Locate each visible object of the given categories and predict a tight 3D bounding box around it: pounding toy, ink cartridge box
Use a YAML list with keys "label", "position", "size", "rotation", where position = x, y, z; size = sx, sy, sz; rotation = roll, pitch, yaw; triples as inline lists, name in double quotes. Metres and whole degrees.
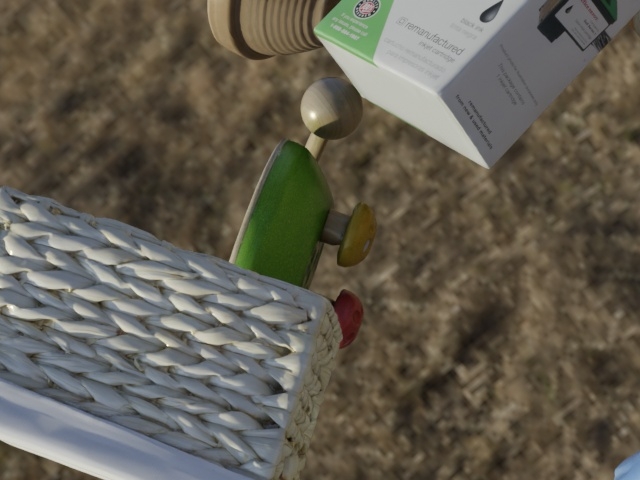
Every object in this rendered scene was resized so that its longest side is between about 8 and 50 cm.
- label: "pounding toy"
  position: [0.000, 0.000, 1.350]
  size: [0.183, 0.110, 0.237]
  rotation: [104, -173, -52]
- label: "ink cartridge box"
  position: [0.130, -0.180, 1.192]
  size: [0.219, 0.092, 0.160]
  rotation: [-47, 42, -8]

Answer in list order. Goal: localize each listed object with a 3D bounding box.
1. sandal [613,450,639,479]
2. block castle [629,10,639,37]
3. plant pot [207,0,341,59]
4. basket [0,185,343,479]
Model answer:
- label: "sandal"
  position: [0.214, 0.166, 0.665]
  size: [0.317, 0.126, 0.138]
  rotation: [11, 98, 45]
- label: "block castle"
  position: [0.364, -0.322, 1.373]
  size: [0.213, 0.303, 0.453]
  rotation: [-12, 26, -1]
- label: "plant pot"
  position: [-0.005, -0.286, 1.732]
  size: [0.110, 0.237, 0.237]
  rotation: [32, 70, 23]
- label: "basket"
  position: [-0.080, 0.054, 0.707]
  size: [0.113, 0.167, 0.103]
  rotation: [73, -144, -77]
